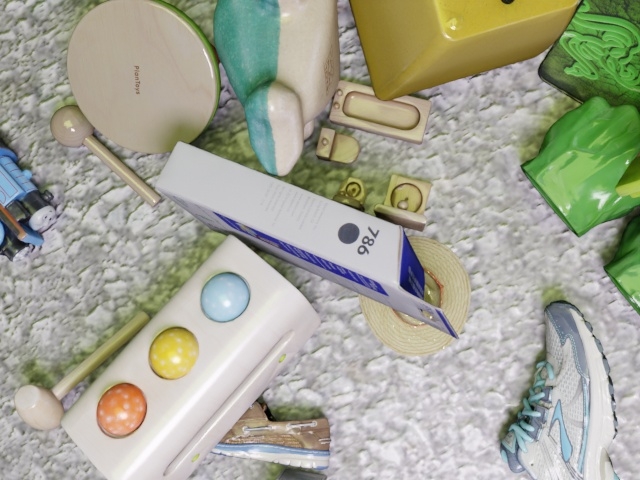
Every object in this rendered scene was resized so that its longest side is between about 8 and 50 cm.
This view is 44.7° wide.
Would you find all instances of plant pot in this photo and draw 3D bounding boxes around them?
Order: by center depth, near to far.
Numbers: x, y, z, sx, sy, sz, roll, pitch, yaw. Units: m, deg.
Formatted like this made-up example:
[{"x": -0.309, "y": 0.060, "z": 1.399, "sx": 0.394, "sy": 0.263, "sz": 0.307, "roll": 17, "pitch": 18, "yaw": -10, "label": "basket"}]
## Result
[{"x": 0.150, "y": -0.280, "z": 0.814, "sx": 0.212, "sy": 0.187, "sz": 0.212, "roll": -17, "pitch": 99, "yaw": -6, "label": "plant pot"}]

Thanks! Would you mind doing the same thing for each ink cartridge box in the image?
[{"x": 0.000, "y": 0.000, "z": 0.828, "sx": 0.333, "sy": 0.165, "sz": 0.065, "roll": 24, "pitch": 81, "yaw": 20, "label": "ink cartridge box"}]

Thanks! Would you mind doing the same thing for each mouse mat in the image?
[{"x": 0.373, "y": -0.210, "z": 0.915, "sx": 0.190, "sy": 0.007, "sz": 0.152, "roll": 32, "pitch": 91, "yaw": 7, "label": "mouse mat"}]

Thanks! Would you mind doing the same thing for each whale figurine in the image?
[{"x": -0.057, "y": -0.193, "z": 0.842, "sx": 0.141, "sy": 0.216, "sz": 0.272, "roll": 3, "pitch": 50, "yaw": 7, "label": "whale figurine"}]

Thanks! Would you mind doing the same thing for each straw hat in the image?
[{"x": 0.111, "y": 0.065, "z": 0.902, "sx": 0.145, "sy": 0.061, "sz": 0.144, "roll": 0, "pitch": 88, "yaw": 7, "label": "straw hat"}]

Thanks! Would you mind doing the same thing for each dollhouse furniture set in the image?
[{"x": 0.067, "y": -0.104, "z": 0.883, "sx": 0.144, "sy": 0.123, "sz": 0.151, "roll": 15, "pitch": 89, "yaw": 6, "label": "dollhouse furniture set"}]

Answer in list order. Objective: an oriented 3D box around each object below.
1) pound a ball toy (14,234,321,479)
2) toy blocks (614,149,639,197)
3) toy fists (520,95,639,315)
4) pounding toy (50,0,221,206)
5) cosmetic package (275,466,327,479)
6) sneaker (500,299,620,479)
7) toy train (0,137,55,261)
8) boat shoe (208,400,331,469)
[{"x": -0.187, "y": 0.131, "z": 0.868, "sx": 0.208, "sy": 0.135, "sz": 0.319, "roll": 39, "pitch": 81, "yaw": 26, "label": "pound a ball toy"}, {"x": 0.482, "y": -0.082, "z": 0.781, "sx": 0.261, "sy": 0.191, "sz": 0.381, "roll": 49, "pitch": 59, "yaw": -11, "label": "toy blocks"}, {"x": 0.358, "y": -0.030, "z": 0.866, "sx": 0.142, "sy": 0.096, "sz": 0.279, "roll": -39, "pitch": 86, "yaw": 11, "label": "toy fists"}, {"x": -0.206, "y": -0.188, "z": 0.942, "sx": 0.183, "sy": 0.110, "sz": 0.237, "roll": 33, "pitch": 120, "yaw": -4, "label": "pounding toy"}, {"x": -0.046, "y": 0.391, "z": 0.886, "sx": 0.060, "sy": 0.099, "sz": 0.239, "roll": 10, "pitch": 88, "yaw": 9, "label": "cosmetic package"}, {"x": 0.259, "y": 0.209, "z": 0.858, "sx": 0.122, "sy": 0.110, "sz": 0.283, "roll": -6, "pitch": 86, "yaw": 9, "label": "sneaker"}, {"x": -0.406, "y": -0.061, "z": 0.957, "sx": 0.105, "sy": 0.080, "sz": 0.184, "roll": -43, "pitch": 84, "yaw": -3, "label": "toy train"}, {"x": -0.077, "y": 0.224, "z": 0.918, "sx": 0.183, "sy": 0.066, "sz": 0.066, "roll": 7, "pitch": 76, "yaw": 4, "label": "boat shoe"}]
